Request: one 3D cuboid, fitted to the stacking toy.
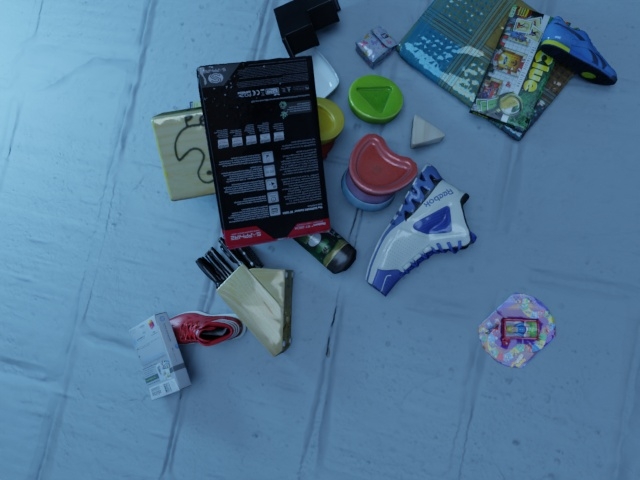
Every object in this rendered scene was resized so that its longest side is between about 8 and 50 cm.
[{"bbox_3d":[0.108,-0.228,1.315,0.279,0.130,0.309,-37,76,-22],"label":"stacking toy"}]

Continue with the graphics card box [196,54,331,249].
[{"bbox_3d":[-0.115,-0.184,1.157,0.233,0.094,0.371,-10,108,-11],"label":"graphics card box"}]

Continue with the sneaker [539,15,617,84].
[{"bbox_3d":[0.576,-0.413,1.207,0.209,0.069,0.082,24,88,-17],"label":"sneaker"}]

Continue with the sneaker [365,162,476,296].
[{"bbox_3d":[0.241,0.000,1.244,0.182,0.127,0.315,29,89,13],"label":"sneaker"}]

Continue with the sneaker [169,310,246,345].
[{"bbox_3d":[-0.300,0.210,1.324,0.221,0.128,0.087,-9,84,9],"label":"sneaker"}]

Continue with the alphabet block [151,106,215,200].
[{"bbox_3d":[-0.259,-0.211,1.274,0.197,0.193,0.192,-12,106,-6],"label":"alphabet block"}]

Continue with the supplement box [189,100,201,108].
[{"bbox_3d":[-0.281,-0.305,1.398,0.083,0.056,0.083,-2,86,10],"label":"supplement box"}]

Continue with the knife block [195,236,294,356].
[{"bbox_3d":[-0.191,0.131,1.332,0.242,0.088,0.275,1,86,11],"label":"knife block"}]

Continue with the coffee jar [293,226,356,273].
[{"bbox_3d":[0.000,0.000,1.303,0.184,0.096,0.079,41,96,10],"label":"coffee jar"}]

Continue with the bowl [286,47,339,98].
[{"bbox_3d":[-0.035,-0.389,1.362,0.142,0.053,0.142,-38,80,6],"label":"bowl"}]

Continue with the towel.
[{"bbox_3d":[0.398,-0.443,1.298,0.370,0.040,0.271,40,94,9],"label":"towel"}]

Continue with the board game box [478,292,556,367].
[{"bbox_3d":[0.443,0.204,1.239,0.169,0.033,0.133,-44,79,5],"label":"board game box"}]

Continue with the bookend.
[{"bbox_3d":[-0.020,-0.519,1.323,0.157,0.072,0.156,-22,48,8],"label":"bookend"}]

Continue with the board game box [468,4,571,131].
[{"bbox_3d":[0.450,-0.389,1.254,0.136,0.030,0.259,22,91,7],"label":"board game box"}]

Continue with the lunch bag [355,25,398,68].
[{"bbox_3d":[0.136,-0.473,1.339,0.083,0.053,0.071,-38,81,-4],"label":"lunch bag"}]

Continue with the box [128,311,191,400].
[{"bbox_3d":[-0.392,0.283,1.345,0.145,0.038,0.186,-30,80,41],"label":"box"}]
